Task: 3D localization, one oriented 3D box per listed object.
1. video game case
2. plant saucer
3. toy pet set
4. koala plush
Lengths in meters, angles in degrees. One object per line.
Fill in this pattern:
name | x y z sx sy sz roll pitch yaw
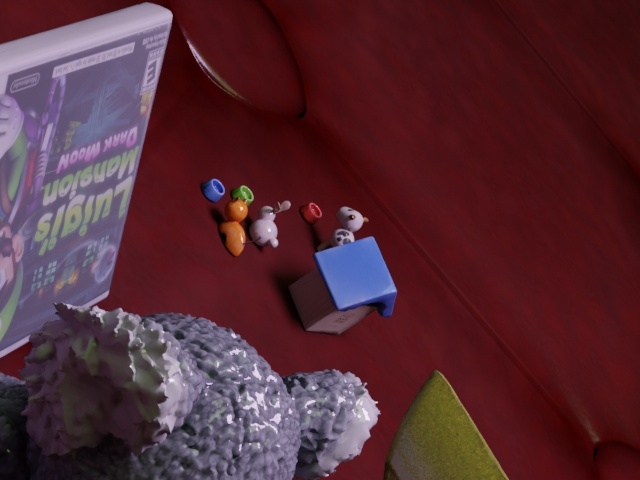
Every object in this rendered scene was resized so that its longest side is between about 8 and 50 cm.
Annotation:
video game case | -0.142 -0.024 0.926 0.022 0.173 0.190 22 22 16
plant saucer | 0.080 0.200 1.021 0.045 0.188 0.188 -18 53 -18
toy pet set | 0.000 0.000 1.213 0.122 0.065 0.114 10 51 -53
koala plush | -0.099 0.104 0.772 0.196 0.221 0.203 21 42 -46
